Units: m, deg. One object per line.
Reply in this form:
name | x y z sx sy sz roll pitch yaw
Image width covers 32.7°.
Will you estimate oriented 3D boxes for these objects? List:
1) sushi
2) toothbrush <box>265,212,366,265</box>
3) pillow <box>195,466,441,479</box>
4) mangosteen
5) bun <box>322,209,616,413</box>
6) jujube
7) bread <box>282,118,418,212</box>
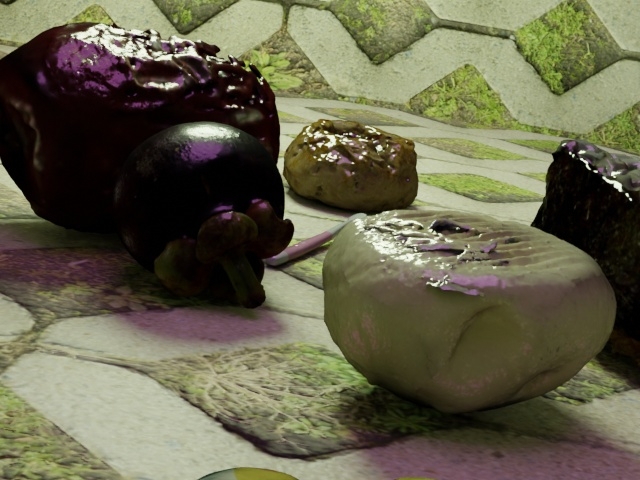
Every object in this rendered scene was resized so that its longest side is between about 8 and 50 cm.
sushi | 0.382 0.024 1.264 0.234 0.207 0.348 17 18 -17
toothbrush | 0.000 0.000 1.453 0.020 0.025 0.286 18 18 22
pillow | 0.016 0.189 0.668 0.233 0.086 0.214 4 5 -9
mangosteen | -0.123 -0.021 1.187 0.194 0.194 0.230 0 43 -30
bun | 0.126 0.061 1.003 0.273 0.168 0.273 7 18 -2
jujube | -0.225 -0.133 1.355 0.377 0.258 0.258 4 15 -26
bread | 0.052 -0.123 1.749 0.230 0.123 0.230 10 13 -2
